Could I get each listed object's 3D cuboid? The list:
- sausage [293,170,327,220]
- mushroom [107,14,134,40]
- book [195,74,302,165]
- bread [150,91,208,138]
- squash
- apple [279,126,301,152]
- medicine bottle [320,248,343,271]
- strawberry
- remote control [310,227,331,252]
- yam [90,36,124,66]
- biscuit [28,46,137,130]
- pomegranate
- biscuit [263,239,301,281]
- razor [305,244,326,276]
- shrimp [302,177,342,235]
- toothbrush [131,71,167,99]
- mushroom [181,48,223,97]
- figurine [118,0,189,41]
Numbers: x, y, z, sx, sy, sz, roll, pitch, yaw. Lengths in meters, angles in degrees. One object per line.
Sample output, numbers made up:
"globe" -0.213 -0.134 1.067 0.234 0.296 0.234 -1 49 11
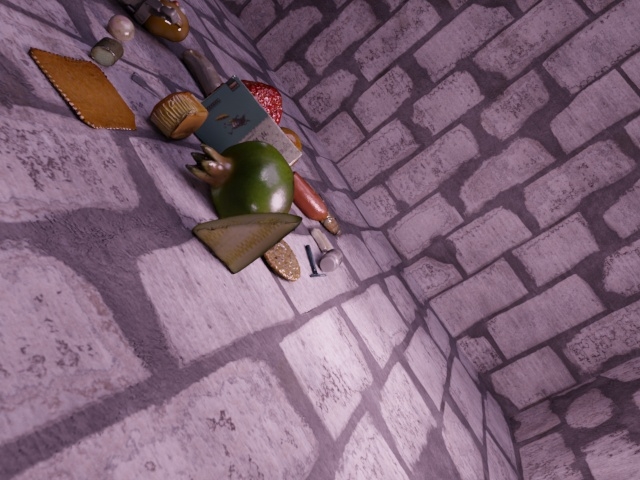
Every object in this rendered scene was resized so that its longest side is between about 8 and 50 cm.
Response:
"sausage" -0.068 -0.194 1.910 0.259 0.113 0.114 48 18 -16
"mushroom" -0.670 -0.713 1.397 0.083 0.067 0.084 4 82 -30
"book" -0.278 -0.378 1.527 0.379 0.264 0.031 48 -16 -17
"bread" -0.439 -0.393 1.293 0.114 0.132 0.190 48 16 -13
"squash" -0.186 -0.051 1.101 0.169 0.252 0.093 48 17 -18
"apple" -0.182 -0.434 1.941 0.196 0.196 0.196 47 19 -21
"medicine bottle" 0.044 0.085 1.728 0.079 0.079 0.140 54 17 -1
"strawberry" -0.295 -0.528 1.659 0.239 0.288 0.250 55 -3 32
"remote control" 0.000 0.000 1.851 0.122 0.032 0.074 58 18 15
"yam" -0.626 -0.563 1.229 0.069 0.069 0.147 42 22 -33
"biscuit" -0.592 -0.382 1.075 0.237 0.013 0.232 54 17 -3
"pomegranate" -0.220 -0.194 1.287 0.358 0.216 0.310 31 43 -46
"biscuit" -0.141 0.046 1.405 0.220 0.033 0.220 47 17 -19
"razor" -0.032 0.084 1.629 0.066 0.033 0.190 -2 40 -17
"shrimp" -0.001 -0.170 2.108 0.360 0.085 0.247 52 8 -18
"toothbrush" -0.502 -0.466 1.444 0.342 0.025 0.030 32 25 -48
"mushroom" -0.480 -0.686 1.804 0.351 0.095 0.122 55 35 9
"figurine" -0.653 -0.910 1.643 0.284 0.167 0.343 37 20 -36
